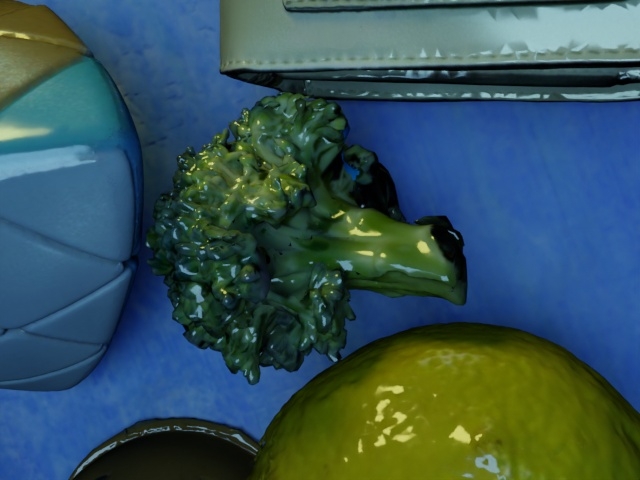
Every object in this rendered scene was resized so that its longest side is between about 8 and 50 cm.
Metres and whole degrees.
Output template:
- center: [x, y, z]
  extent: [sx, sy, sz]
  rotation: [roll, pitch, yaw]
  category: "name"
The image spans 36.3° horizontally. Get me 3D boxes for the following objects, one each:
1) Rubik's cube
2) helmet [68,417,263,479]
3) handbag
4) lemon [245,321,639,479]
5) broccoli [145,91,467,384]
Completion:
- center: [-0.189, -0.025, 0.549]
  extent: [0.255, 0.254, 0.254]
  rotation: [1, 94, 10]
  category: "Rubik's cube"
- center: [-0.093, 0.225, 0.554]
  extent: [0.198, 0.130, 0.224]
  rotation: [3, 94, 6]
  category: "helmet"
- center: [0.070, -0.251, 0.476]
  extent: [0.237, 0.160, 0.358]
  rotation: [3, 94, 15]
  category: "handbag"
- center: [0.067, 0.137, 0.486]
  extent: [0.231, 0.192, 0.192]
  rotation: [-17, 91, 11]
  category: "lemon"
- center: [0.000, 0.000, 0.491]
  extent: [0.160, 0.167, 0.154]
  rotation: [3, 70, 25]
  category: "broccoli"
